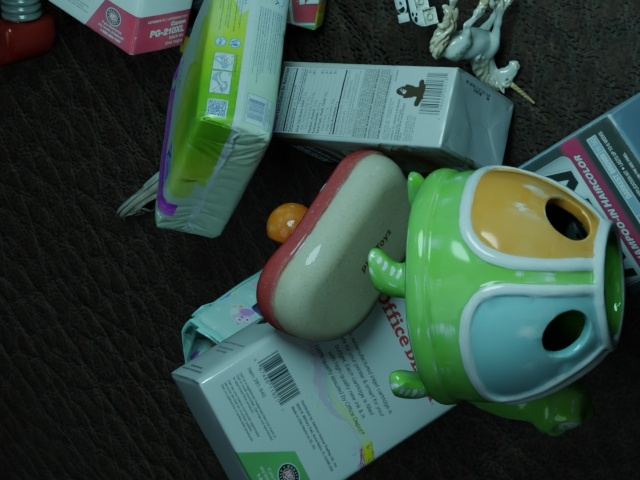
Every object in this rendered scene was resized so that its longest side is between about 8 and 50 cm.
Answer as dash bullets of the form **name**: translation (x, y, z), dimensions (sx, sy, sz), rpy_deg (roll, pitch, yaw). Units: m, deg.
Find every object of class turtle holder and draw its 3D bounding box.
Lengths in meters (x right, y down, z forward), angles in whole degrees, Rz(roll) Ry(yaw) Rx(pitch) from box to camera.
- **turtle holder**: translation (0.198, 0.079, 1.571), dimensions (0.227, 0.243, 0.320), rpy_deg (-1, 102, 20)

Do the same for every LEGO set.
- **LEGO set**: translation (0.101, -0.355, 1.689), dimensions (0.093, 0.087, 0.227), rpy_deg (0, 104, 62)

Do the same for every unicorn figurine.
- **unicorn figurine**: translation (0.181, -0.224, 1.688), dimensions (0.060, 0.162, 0.111), rpy_deg (46, 125, 51)

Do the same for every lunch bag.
- **lunch bag**: translation (-0.050, 0.170, 1.968), dimensions (0.160, 0.223, 0.262), rpy_deg (-20, 101, 43)

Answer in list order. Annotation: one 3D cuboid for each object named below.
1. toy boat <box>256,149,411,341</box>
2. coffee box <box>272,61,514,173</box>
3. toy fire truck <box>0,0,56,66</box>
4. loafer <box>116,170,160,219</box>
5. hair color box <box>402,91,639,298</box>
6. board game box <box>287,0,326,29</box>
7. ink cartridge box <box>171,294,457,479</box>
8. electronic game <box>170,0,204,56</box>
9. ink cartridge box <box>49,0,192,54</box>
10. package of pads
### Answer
- **toy boat**: translation (0.000, 0.000, 1.717), dimensions (0.151, 0.231, 0.151), rpy_deg (19, 156, 38)
- **coffee box**: translation (0.080, -0.142, 1.756), dimensions (0.246, 0.141, 0.098), rpy_deg (7, 81, 37)
- **toy fire truck**: translation (-0.393, -0.345, 2.065), dimensions (0.246, 0.158, 0.217), rpy_deg (25, 125, 40)
- **loafer**: translation (-0.246, -0.058, 2.138), dimensions (0.039, 0.045, 0.125), rpy_deg (50, 130, -1)
- **hair color box**: translation (0.264, 0.001, 1.716), dimensions (0.374, 0.113, 0.185), rpy_deg (-33, 89, 43)
- **board game box**: translation (-0.039, -0.392, 1.796), dimensions (0.124, 0.039, 0.259), rpy_deg (18, 115, 15)
- **ink cartridge box**: translation (-0.004, 0.177, 1.805), dimensions (0.201, 0.278, 0.117), rpy_deg (63, 161, -12)
- **electronic game**: translation (-0.160, -0.340, 1.931), dimensions (0.229, 0.048, 0.229), rpy_deg (18, 121, 32)
- **ink cartridge box**: translation (-0.238, -0.380, 1.882), dimensions (0.172, 0.100, 0.237), rpy_deg (35, 125, 29)
- **package of pads**: translation (-0.120, -0.167, 1.823), dimensions (0.101, 0.229, 0.296), rpy_deg (12, 154, -13)
